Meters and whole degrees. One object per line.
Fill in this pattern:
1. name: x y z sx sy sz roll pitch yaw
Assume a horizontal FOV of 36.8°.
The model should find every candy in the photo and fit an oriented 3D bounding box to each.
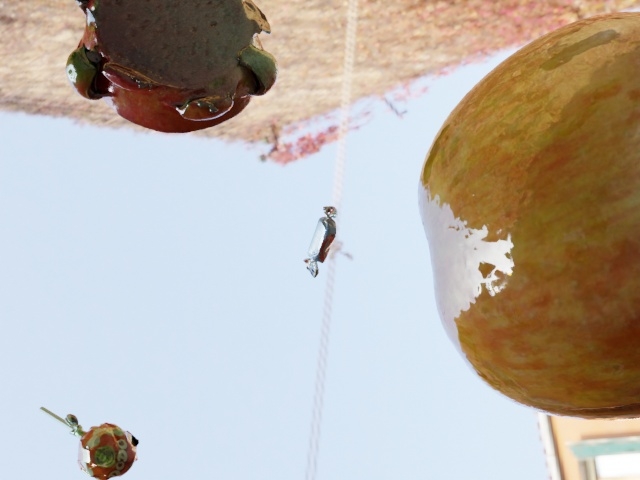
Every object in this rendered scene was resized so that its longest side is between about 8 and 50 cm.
1. candy: -0.375 0.298 1.499 0.084 0.288 0.078 -5 -80 -36
2. candy: 0.000 0.000 0.999 0.020 0.030 0.083 -3 -57 -36

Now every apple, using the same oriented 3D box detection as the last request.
1. apple: 0.183 -0.007 0.634 0.264 0.264 0.264 17 -114 -44

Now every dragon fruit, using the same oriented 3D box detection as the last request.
1. dragon fruit: -0.197 -0.258 1.251 0.295 0.130 0.268 36 -112 5
